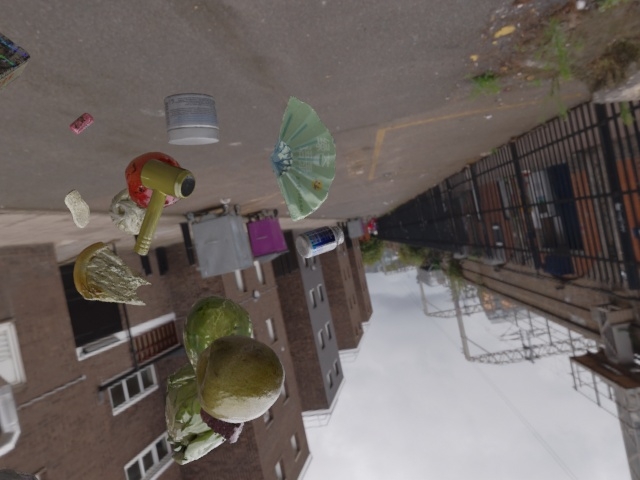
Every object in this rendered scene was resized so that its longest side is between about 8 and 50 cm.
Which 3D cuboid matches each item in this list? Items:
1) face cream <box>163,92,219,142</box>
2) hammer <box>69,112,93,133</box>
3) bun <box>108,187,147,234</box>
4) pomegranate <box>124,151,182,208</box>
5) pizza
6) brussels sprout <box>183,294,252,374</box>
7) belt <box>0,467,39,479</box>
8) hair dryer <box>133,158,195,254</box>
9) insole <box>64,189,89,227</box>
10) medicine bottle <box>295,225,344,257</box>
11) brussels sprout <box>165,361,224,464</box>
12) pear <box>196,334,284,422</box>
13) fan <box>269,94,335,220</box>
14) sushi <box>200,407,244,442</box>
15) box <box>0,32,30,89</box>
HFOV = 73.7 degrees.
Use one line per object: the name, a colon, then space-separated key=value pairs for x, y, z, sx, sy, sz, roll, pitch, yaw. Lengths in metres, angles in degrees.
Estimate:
face cream: x=-0.446 y=-0.419 z=1.483 sx=0.178 sy=0.152 sz=0.177 roll=-4 pitch=-175 yaw=0
hammer: x=-0.811 y=-0.398 z=1.452 sx=0.083 sy=0.043 sz=0.043 roll=-51 pitch=-164 yaw=-20
bun: x=-0.761 y=-0.121 z=1.721 sx=0.193 sy=0.178 sz=0.128 roll=-41 pitch=173 yaw=23
pomegranate: x=-0.596 y=-0.219 z=1.539 sx=0.210 sy=0.210 sz=0.235 roll=-12 pitch=-143 yaw=-21
pizza: x=-0.671 y=0.132 z=1.384 sx=0.262 sy=0.181 sz=0.034 roll=40 pitch=143 yaw=-27
brussels sprout: x=-0.410 y=0.380 z=1.713 sx=0.268 sy=0.343 sz=0.344 roll=-7 pitch=177 yaw=-34
belt: x=-1.158 y=0.909 z=1.463 sx=0.339 sy=0.217 sz=0.122 roll=-11 pitch=146 yaw=-7
hair dryer: x=-0.470 y=-0.087 z=1.241 sx=0.135 sy=0.278 sz=0.090 roll=19 pitch=180 yaw=14
insole: x=-0.937 y=-0.120 z=1.655 sx=0.081 sy=0.011 sz=0.248 roll=-59 pitch=179 yaw=-28
medicine bottle: x=0.000 y=0.000 z=1.795 sx=0.192 sy=0.106 sz=0.107 roll=-18 pitch=-177 yaw=-31
brussels sprout: x=-0.534 y=0.785 z=2.010 sx=0.361 sy=0.424 sz=0.342 roll=-3 pitch=-176 yaw=-31
pear: x=-0.196 y=0.343 z=1.062 sx=0.211 sy=0.188 sz=0.228 roll=15 pitch=-164 yaw=-25
fan: x=-0.032 y=-0.157 z=0.816 sx=0.131 sy=0.239 sz=0.009 roll=-2 pitch=-179 yaw=-19
sushi: x=-0.343 y=0.601 z=1.484 sx=0.162 sy=0.107 sz=0.241 roll=13 pitch=-176 yaw=-2
box: x=-0.844 y=-0.455 z=0.924 sx=0.084 sy=0.310 sz=0.198 roll=-35 pitch=-147 yaw=27
